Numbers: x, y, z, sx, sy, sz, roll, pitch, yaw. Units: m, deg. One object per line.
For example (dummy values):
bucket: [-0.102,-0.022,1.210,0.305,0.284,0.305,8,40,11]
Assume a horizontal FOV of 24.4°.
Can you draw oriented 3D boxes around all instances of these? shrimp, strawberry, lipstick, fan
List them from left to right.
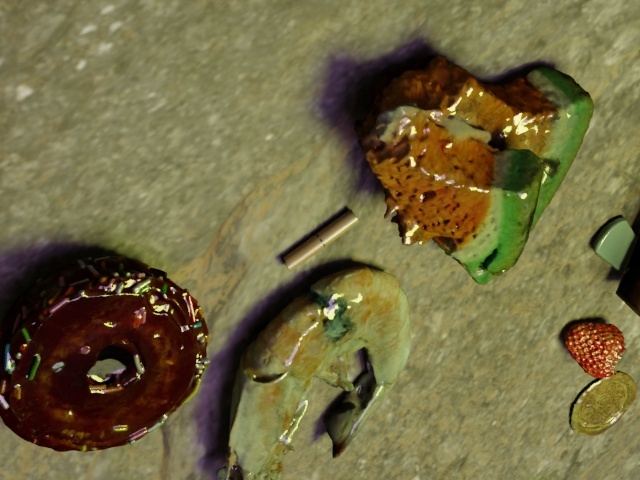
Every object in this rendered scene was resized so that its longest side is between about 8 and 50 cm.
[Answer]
shrimp: [-0.009,0.184,1.728,0.247,0.085,0.360,9,116,-44]
lipstick: [0.000,0.000,1.617,0.094,0.019,0.019,-35,135,-1]
strawberry: [0.353,0.136,1.922,0.083,0.073,0.073,28,112,-5]
fan: [0.431,0.049,1.922,0.057,0.023,0.282,-51,134,2]

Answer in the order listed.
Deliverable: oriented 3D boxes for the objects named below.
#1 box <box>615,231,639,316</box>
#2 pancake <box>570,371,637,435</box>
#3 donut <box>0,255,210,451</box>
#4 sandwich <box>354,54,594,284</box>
box: [0.457,0.000,1.788,0.071,0.159,0.240,3,118,-28]
pancake: [0.390,0.227,2.048,0.115,0.011,0.115,-16,130,-20]
donut: [-0.228,0.111,1.516,0.235,0.089,0.235,-16,131,-19]
sandwich: [0.163,-0.078,1.555,0.301,0.162,0.250,19,109,-43]
